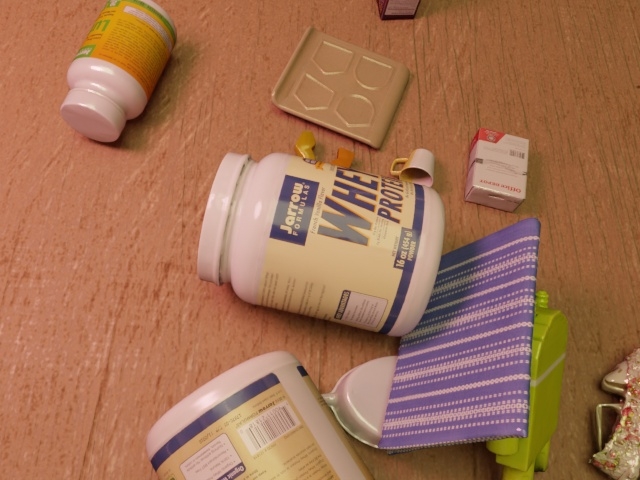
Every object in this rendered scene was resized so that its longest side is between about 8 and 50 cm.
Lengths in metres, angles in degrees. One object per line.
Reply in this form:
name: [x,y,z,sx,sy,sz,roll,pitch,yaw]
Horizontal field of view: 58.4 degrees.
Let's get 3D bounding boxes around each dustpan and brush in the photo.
dustpan and brush: [0.048,0.240,0.868,0.211,0.060,0.147,10,54,-10]

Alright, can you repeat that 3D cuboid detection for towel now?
towel: [0.203,0.133,0.811,0.040,0.243,0.336,36,50,-20]

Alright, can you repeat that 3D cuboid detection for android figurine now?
android figurine: [0.299,0.209,0.813,0.056,0.248,0.273,6,100,35]

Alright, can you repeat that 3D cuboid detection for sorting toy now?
sorting toy: [0.025,-0.258,1.099,0.229,0.041,0.307,24,65,-1]

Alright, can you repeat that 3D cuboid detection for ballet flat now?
ballet flat: [0.477,0.257,0.897,0.077,0.091,0.241,14,59,24]

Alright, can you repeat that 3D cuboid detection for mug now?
mug: [0.175,-0.138,1.049,0.078,0.062,0.064,24,57,-3]

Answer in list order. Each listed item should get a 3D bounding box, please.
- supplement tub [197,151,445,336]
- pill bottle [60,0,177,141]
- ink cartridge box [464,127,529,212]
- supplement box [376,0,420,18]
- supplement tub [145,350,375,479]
supplement tub: [0.000,0.000,0.864,0.324,0.235,0.236,13,65,-2]
pill bottle: [-0.358,-0.302,1.011,0.136,0.136,0.246,15,65,0]
ink cartridge box: [0.328,-0.131,1.065,0.099,0.056,0.135,15,64,0]
supplement box: [0.171,-0.560,1.168,0.080,0.188,0.104,-4,66,-10]
supplement tub: [-0.050,0.324,0.714,0.228,0.228,0.316,-29,72,-18]
